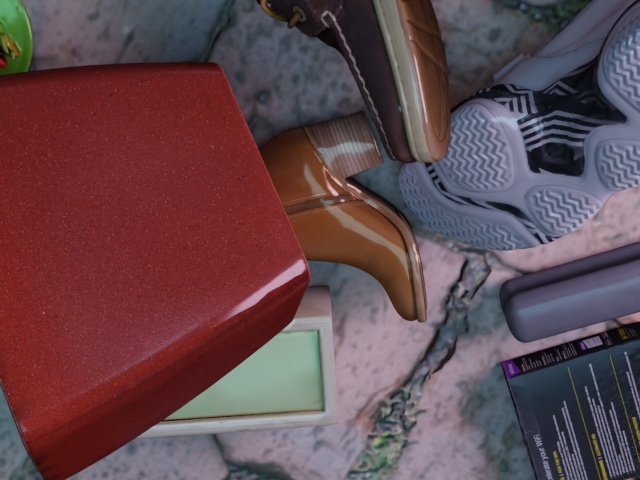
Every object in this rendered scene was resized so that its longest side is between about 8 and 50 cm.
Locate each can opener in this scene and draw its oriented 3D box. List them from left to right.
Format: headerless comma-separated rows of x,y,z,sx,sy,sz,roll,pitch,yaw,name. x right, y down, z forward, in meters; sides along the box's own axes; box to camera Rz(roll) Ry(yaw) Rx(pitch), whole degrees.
0.298,0.041,1.359,0.280,0.074,0.093,-12,107,2,can opener

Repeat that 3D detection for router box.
0.251,0.176,1.412,0.133,0.046,0.178,-17,106,4,router box

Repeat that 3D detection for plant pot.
-0.153,0.009,1.200,0.236,0.267,0.267,-21,79,-11,plant pot

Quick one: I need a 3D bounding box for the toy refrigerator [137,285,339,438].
-0.122,0.109,1.360,0.270,0.094,0.102,-3,107,0,toy refrigerator

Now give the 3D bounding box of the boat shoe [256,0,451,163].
0.005,-0.211,1.232,0.123,0.123,0.342,-20,86,16,boat shoe

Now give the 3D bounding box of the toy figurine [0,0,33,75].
-0.292,-0.130,1.252,0.130,0.159,0.173,-33,105,8,toy figurine

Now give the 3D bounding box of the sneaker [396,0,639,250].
0.231,-0.129,1.283,0.137,0.210,0.366,49,134,-13,sneaker

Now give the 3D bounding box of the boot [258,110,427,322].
0.000,0.000,1.345,0.152,0.073,0.197,-22,93,4,boot
